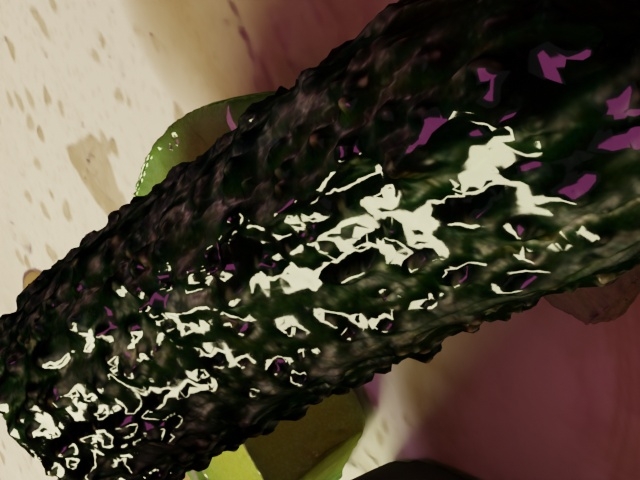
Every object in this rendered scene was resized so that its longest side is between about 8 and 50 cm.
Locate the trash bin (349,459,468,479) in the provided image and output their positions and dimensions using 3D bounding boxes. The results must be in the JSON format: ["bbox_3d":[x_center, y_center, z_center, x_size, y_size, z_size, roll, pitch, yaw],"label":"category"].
[{"bbox_3d":[-0.016,0.217,0.564,0.220,0.250,0.219,19,127,54],"label":"trash bin"}]

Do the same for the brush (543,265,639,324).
[{"bbox_3d":[0.028,-0.115,0.452,0.042,0.039,0.299,-20,93,63],"label":"brush"}]

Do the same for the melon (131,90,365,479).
[{"bbox_3d":[-0.023,0.024,0.628,0.118,0.064,0.209,52,147,25],"label":"melon"}]

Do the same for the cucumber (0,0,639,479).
[{"bbox_3d":[0.000,0.000,0.441,0.359,0.096,0.096,-33,82,57],"label":"cucumber"}]
